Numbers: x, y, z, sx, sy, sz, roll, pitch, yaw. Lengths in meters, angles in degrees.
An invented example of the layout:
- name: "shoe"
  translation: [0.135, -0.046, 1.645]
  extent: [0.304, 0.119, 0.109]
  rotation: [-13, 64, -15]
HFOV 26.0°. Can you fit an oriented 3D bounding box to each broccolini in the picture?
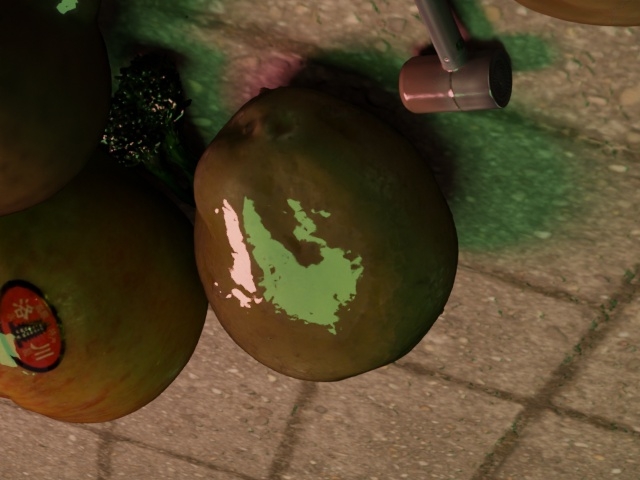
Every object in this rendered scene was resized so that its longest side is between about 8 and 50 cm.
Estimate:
- name: "broccolini"
  translation: [-0.113, -0.062, 1.006]
  extent: [0.058, 0.074, 0.201]
  rotation: [46, 170, 19]

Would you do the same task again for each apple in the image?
- name: "apple"
  translation: [-0.215, 0.025, 1.043]
  extent: [0.261, 0.194, 0.261]
  rotation: [24, 164, 8]

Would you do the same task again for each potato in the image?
- name: "potato"
  translation: [0.000, 0.000, 0.952]
  extent: [0.178, 0.160, 0.235]
  rotation: [-26, 126, -2]

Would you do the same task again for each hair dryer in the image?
- name: "hair dryer"
  translation: [0.069, -0.124, 0.832]
  extent: [0.063, 0.037, 0.114]
  rotation: [0, 138, 29]

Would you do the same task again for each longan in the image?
- name: "longan"
  translation: [-0.214, -0.111, 0.873]
  extent: [0.204, 0.159, 0.185]
  rotation: [-34, 106, 26]

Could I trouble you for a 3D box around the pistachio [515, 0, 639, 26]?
- name: "pistachio"
  translation: [0.143, -0.163, 0.664]
  extent: [0.185, 0.126, 0.108]
  rotation: [19, -167, -10]
